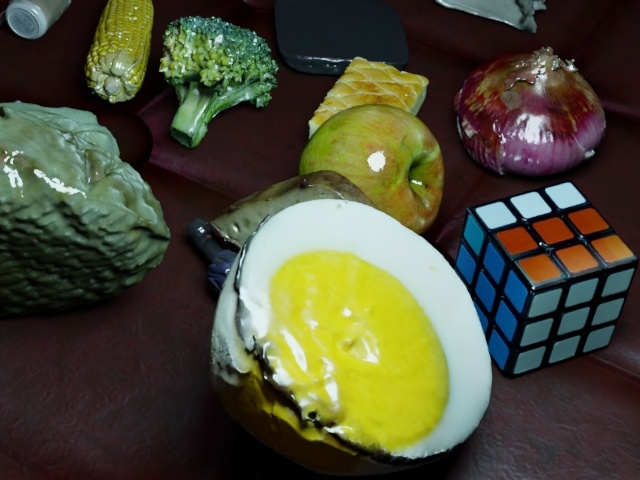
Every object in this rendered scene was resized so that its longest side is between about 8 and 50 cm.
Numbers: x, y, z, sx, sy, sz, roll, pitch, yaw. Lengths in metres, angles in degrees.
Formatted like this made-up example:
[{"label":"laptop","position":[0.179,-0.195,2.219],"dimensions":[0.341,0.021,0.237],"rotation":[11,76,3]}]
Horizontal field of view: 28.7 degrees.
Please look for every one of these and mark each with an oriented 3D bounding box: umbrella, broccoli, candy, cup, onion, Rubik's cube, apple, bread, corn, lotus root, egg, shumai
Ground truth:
[{"label":"umbrella","position":[-0.102,0.053,1.584],"dimensions":[0.071,0.071,0.248],"rotation":[-15,43,-20]},{"label":"broccoli","position":[-0.159,-0.225,1.817],"dimensions":[0.194,0.219,0.194],"rotation":[2,83,-18]},{"label":"candy","position":[0.292,-0.468,2.095],"dimensions":[0.195,0.185,0.137],"rotation":[18,40,19]},{"label":"cup","position":[-0.464,-0.375,1.989],"dimensions":[0.102,0.074,0.099],"rotation":[14,44,10]},{"label":"onion","position":[0.308,-0.200,1.819],"dimensions":[0.230,0.163,0.230],"rotation":[3,52,-3]},{"label":"Rubik's cube","position":[0.272,0.046,1.555],"dimensions":[0.163,0.162,0.160],"rotation":[-16,48,-19]},{"label":"apple","position":[0.064,-0.084,1.652],"dimensions":[0.196,0.196,0.196],"rotation":[3,43,-3]},{"label":"bread","position":[0.071,-0.192,1.853],"dimensions":[0.125,0.068,0.188],"rotation":[19,45,14]},{"label":"corn","position":[-0.304,-0.306,1.922],"dimensions":[0.091,0.091,0.260],"rotation":[3,40,0]},{"label":"lotus root","position":[0.000,0.000,1.563],"dimensions":[0.260,0.170,0.074],"rotation":[41,34,10]},{"label":"egg","position":[0.009,0.126,1.412],"dimensions":[0.337,0.201,0.337],"rotation":[17,57,-29]},{"label":"shumai","position":[-0.362,-0.088,1.521],"dimensions":[0.292,0.330,0.288],"rotation":[-27,51,29]}]

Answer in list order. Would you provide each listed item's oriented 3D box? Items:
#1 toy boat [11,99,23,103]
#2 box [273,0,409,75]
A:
[{"label":"toy boat","position":[-0.448,-0.145,1.788],"dimensions":[0.096,0.034,0.122],"rotation":[24,55,23]},{"label":"box","position":[0.032,-0.334,2.018],"dimensions":[0.212,0.042,0.201],"rotation":[1,43,-6]}]
